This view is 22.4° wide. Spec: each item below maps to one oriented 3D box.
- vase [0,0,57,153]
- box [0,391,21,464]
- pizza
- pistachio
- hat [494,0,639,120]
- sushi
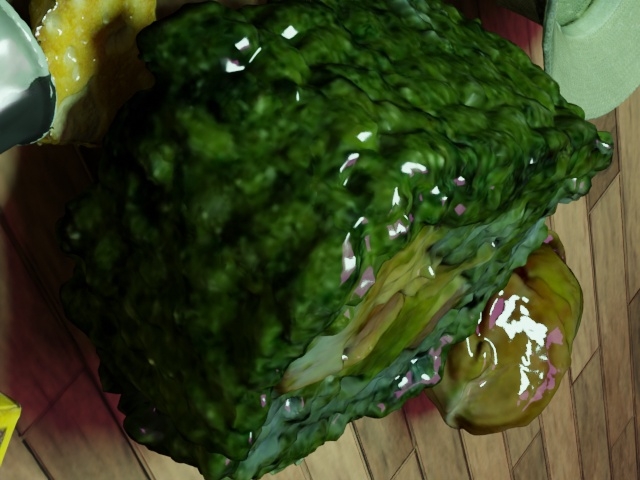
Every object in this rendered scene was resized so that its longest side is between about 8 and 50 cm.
[{"bbox_3d":[-0.261,0.025,0.645,0.360,0.165,0.165,-50,149,-33],"label":"vase"},{"bbox_3d":[-0.286,0.205,0.812,0.193,0.084,0.301,4,109,-59],"label":"box"},{"bbox_3d":[-0.126,-0.110,0.870,0.099,0.036,0.160,-40,143,-37],"label":"pizza"},{"bbox_3d":[0.168,0.078,1.421,0.210,0.131,0.165,-57,149,-30],"label":"pistachio"},{"bbox_3d":[0.181,-0.226,1.186,0.257,0.130,0.257,-40,144,-38],"label":"hat"},{"bbox_3d":[0.000,0.000,0.976,0.352,0.178,0.294,-14,142,-58],"label":"sushi"}]
